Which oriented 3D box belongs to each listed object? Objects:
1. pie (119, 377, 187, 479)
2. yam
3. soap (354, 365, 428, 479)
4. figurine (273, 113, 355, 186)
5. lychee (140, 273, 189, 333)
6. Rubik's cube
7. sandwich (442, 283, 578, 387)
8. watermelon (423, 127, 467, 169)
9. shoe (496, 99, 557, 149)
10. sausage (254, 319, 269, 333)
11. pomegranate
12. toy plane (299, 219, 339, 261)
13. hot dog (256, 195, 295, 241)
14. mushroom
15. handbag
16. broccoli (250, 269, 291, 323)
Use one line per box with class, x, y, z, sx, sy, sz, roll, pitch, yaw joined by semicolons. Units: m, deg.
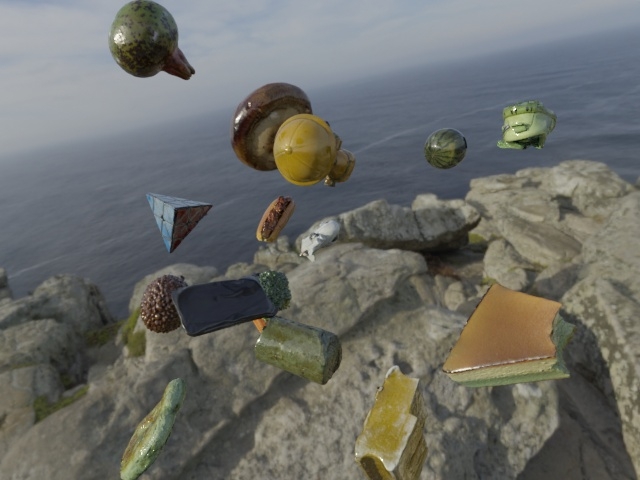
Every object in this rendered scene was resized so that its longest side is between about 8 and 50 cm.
pie;-0.383;0.432;1.013;0.240;0.054;0.240;-52;15;19
yam;-0.075;0.407;1.647;0.300;0.195;0.195;15;29;18
soap;0.202;0.509;1.165;0.143;0.281;0.259;10;56;29
figurine;-0.009;-0.238;1.221;0.256;0.192;0.167;10;18;-40
lychee;-0.549;0.222;1.593;0.200;0.200;0.238;-3;41;25
Rubik's cube;-0.502;-0.077;1.404;0.178;0.190;0.211;33;10;11
sandwich;0.376;0.215;0.855;0.220;0.108;0.186;-53;34;-12
watermelon;0.332;-0.239;1.137;0.133;0.105;0.105;-18;20;-31
shoe;0.597;-0.330;1.287;0.140;0.128;0.262;14;4;34
sausage;-0.284;0.398;2.141;0.071;0.234;0.071;-29;7;4
pomegranate;-0.480;-0.555;1.274;0.214;0.248;0.214;-37;35;31
toy plane;0.000;0.000;2.001;0.244;0.117;0.245;-41;4;3
hot dog;-0.167;-0.093;1.650;0.102;0.076;0.249;9;44;19
mushroom;-0.183;-0.421;1.657;0.345;0.345;0.239;-21;22;-22
handbag;-0.312;0.210;1.455;0.332;0.075;0.192;-8;44;-35
broccoli;-0.249;0.254;1.961;0.246;0.243;0.263;10;48;1
